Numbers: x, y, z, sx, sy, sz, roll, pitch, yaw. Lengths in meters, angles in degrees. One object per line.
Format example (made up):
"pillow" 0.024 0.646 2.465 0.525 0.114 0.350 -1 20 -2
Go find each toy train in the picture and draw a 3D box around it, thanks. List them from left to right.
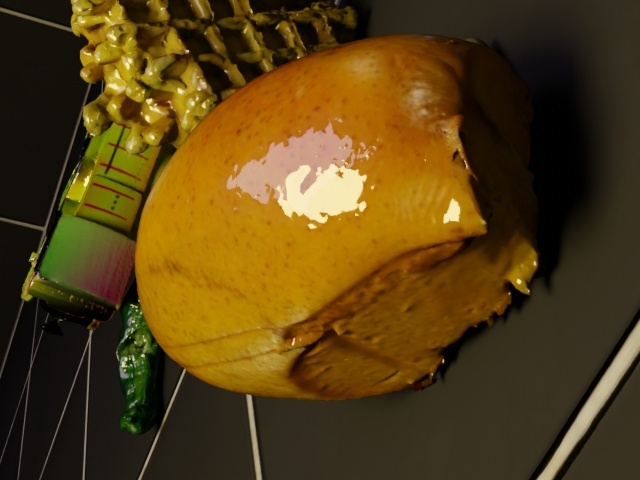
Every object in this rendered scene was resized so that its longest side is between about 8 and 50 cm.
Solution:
"toy train" -0.212 -0.049 1.169 0.160 0.100 0.296 -38 32 61

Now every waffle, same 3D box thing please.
"waffle" -0.065 -0.139 0.738 0.070 0.193 0.197 -45 36 52

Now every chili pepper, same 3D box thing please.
"chili pepper" -0.171 0.106 1.102 0.073 0.050 0.182 -41 41 50

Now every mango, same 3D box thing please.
"mango" 0.000 0.000 0.533 0.252 0.153 0.126 -34 36 45

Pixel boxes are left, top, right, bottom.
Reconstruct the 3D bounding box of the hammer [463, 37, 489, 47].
"hammer" 0.062 -0.044 0.573 0.035 0.019 0.110 -107 33 -58

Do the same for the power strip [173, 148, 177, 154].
"power strip" -0.153 -0.075 1.236 0.040 0.016 0.090 139 141 -61
